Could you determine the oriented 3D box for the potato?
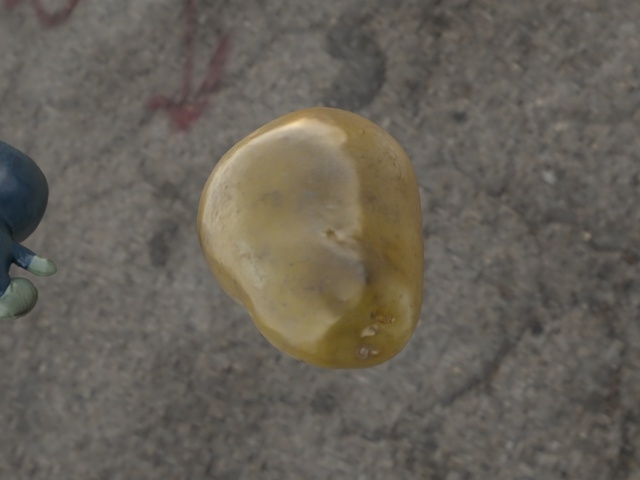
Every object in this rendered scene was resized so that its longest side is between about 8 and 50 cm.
[{"bbox_3d":[0.000,0.000,0.481,0.068,0.062,0.083,-27,36,6],"label":"potato"}]

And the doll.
[{"bbox_3d":[-0.145,-0.008,0.679,0.050,0.076,0.083,98,179,-47],"label":"doll"}]
